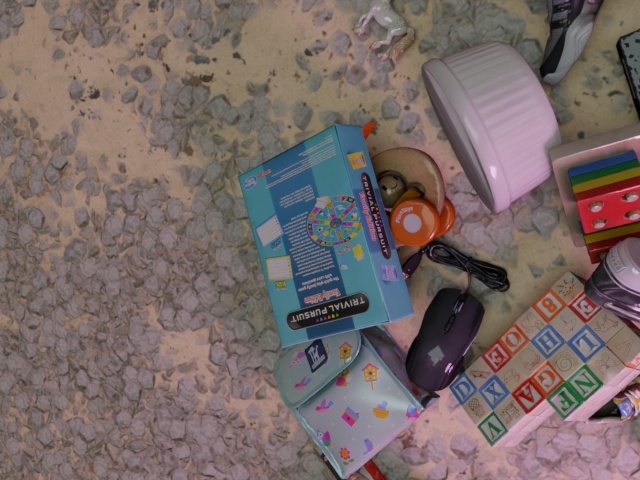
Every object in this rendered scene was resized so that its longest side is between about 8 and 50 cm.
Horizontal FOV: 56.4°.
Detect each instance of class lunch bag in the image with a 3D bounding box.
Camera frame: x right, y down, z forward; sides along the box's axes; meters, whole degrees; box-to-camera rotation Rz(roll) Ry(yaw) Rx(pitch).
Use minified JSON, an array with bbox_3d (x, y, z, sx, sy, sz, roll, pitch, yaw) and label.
[{"bbox_3d":[0.054,0.269,1.135,0.223,0.160,0.262,-45,73,17],"label":"lunch bag"}]

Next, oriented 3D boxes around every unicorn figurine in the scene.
[{"bbox_3d":[0.111,-0.414,1.100,0.162,0.060,0.111,44,109,-5],"label":"unicorn figurine"}]

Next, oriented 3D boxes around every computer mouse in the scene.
[{"bbox_3d":[0.203,0.121,1.062,0.184,0.060,0.262,31,80,17],"label":"computer mouse"}]

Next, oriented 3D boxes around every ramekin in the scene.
[{"bbox_3d":[0.275,-0.188,0.951,0.127,0.273,0.272,-26,86,10],"label":"ramekin"}]

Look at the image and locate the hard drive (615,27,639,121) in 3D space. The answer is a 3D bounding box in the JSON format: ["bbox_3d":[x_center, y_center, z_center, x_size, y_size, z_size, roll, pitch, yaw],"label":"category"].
[{"bbox_3d":[0.657,-0.258,0.895,0.339,0.064,0.236,-19,89,23],"label":"hard drive"}]

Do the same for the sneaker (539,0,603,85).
[{"bbox_3d":[0.368,-0.389,0.940,0.153,0.101,0.268,24,131,14],"label":"sneaker"}]

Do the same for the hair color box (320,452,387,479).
[{"bbox_3d":[0.072,0.469,1.208,0.072,0.043,0.141,-42,81,20],"label":"hair color box"}]

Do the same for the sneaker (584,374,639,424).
[{"bbox_3d":[0.521,0.263,0.990,0.185,0.084,0.069,-31,84,22],"label":"sneaker"}]

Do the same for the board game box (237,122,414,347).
[{"bbox_3d":[0.000,0.000,1.060,0.254,0.079,0.336,-20,82,40],"label":"board game box"}]

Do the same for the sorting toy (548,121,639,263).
[{"bbox_3d":[0.494,-0.063,0.872,0.256,0.257,0.089,-16,53,22],"label":"sorting toy"}]

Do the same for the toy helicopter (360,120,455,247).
[{"bbox_3d":[0.058,-0.063,1.115,0.355,0.140,0.235,-25,87,28],"label":"toy helicopter"}]

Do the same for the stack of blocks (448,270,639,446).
[{"bbox_3d":[0.382,0.219,1.000,0.297,0.087,0.171,-50,48,19],"label":"stack of blocks"}]

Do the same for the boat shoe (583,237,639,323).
[{"bbox_3d":[0.564,0.090,0.919,0.335,0.121,0.119,21,141,-7],"label":"boat shoe"}]
